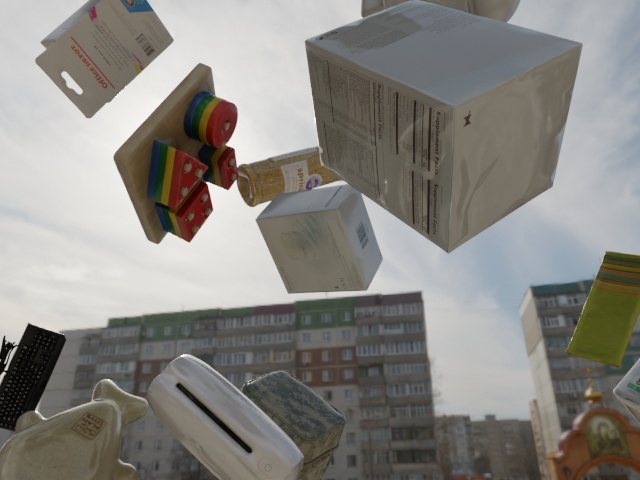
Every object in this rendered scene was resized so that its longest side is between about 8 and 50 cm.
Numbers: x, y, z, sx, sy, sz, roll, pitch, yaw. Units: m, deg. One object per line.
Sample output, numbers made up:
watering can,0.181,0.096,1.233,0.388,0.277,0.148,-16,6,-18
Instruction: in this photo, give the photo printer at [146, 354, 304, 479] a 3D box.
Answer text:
photo printer,-0.142,0.309,0.842,0.256,0.107,0.307,37,-23,16

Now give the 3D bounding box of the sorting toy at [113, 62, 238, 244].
sorting toy,-0.239,-0.144,0.994,0.089,0.257,0.255,24,-30,11

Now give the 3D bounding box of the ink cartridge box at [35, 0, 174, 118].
ink cartridge box,-0.310,-0.270,0.751,0.061,0.181,0.104,17,-28,42

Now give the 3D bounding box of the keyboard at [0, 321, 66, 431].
keyboard,-0.541,0.245,0.947,0.100,0.192,0.038,23,-4,-14

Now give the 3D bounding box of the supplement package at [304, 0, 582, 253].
supplement package,0.143,-0.161,0.685,0.199,0.262,0.198,-29,-45,-22

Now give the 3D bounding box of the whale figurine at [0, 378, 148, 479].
whale figurine,-0.398,0.353,0.866,0.216,0.272,0.141,27,-61,1

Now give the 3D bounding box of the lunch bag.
lunch bag,-0.107,0.564,1.538,0.305,0.256,0.212,27,18,34

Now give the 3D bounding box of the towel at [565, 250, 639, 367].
towel,0.564,0.126,1.029,0.021,0.237,0.102,42,-20,-31

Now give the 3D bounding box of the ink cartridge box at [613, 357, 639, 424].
ink cartridge box,0.530,0.184,0.732,0.181,0.225,0.056,45,-7,-21

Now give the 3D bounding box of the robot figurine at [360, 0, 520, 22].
robot figurine,0.265,-0.524,1.118,0.353,0.200,0.300,-1,-6,27

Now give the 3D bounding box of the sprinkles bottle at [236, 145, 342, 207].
sprinkles bottle,-0.053,-0.193,1.475,0.355,0.121,0.121,-19,-16,-28

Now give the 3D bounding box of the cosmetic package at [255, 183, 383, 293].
cosmetic package,0.000,0.000,1.279,0.224,0.138,0.224,-5,-60,31
